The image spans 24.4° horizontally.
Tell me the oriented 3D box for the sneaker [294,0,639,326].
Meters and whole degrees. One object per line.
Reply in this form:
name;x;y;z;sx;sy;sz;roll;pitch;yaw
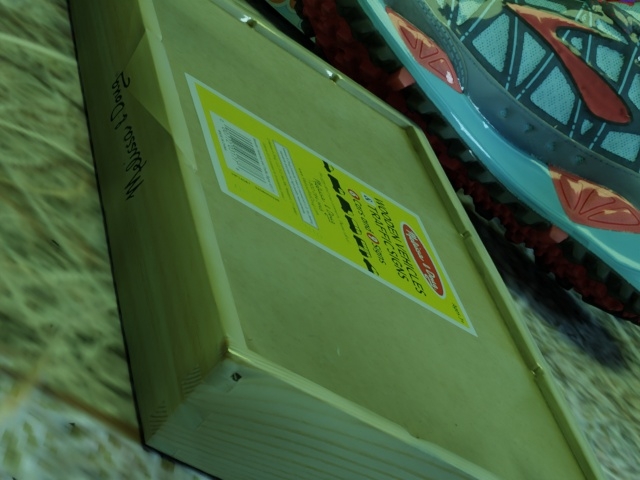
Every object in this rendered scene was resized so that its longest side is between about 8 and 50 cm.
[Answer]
sneaker;0.101;-0.077;0.706;0.262;0.125;0.104;41;-9;-16

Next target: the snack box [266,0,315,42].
snack box;0.071;-0.107;0.839;0.322;0.060;0.187;40;18;-5

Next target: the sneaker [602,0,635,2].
sneaker;0.204;-0.151;1.142;0.293;0.102;0.146;37;18;10

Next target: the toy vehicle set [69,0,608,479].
toy vehicle set;0.000;0.000;0.509;0.166;0.035;0.267;31;22;-30
